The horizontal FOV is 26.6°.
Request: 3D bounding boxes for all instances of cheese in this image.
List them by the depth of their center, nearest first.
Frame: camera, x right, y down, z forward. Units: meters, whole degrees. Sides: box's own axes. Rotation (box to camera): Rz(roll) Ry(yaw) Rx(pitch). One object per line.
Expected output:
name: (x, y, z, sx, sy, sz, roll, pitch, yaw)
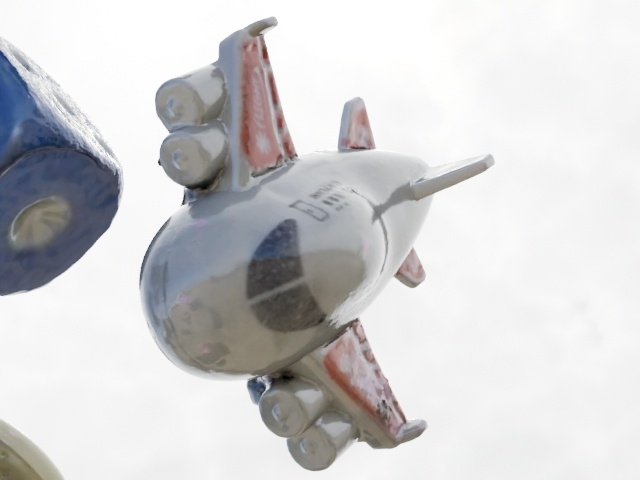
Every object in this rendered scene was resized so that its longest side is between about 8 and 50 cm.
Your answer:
cheese: (-0.252, 0.241, 1.175, 0.064, 0.227, 0.137, -46, -7, -45)

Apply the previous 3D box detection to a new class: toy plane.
toy plane: (-0.003, 0.001, 0.752, 0.118, 0.252, 0.252, -14, -28, 38)

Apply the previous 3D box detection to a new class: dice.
dice: (-0.239, -0.055, 0.976, 0.143, 0.146, 0.146, -41, -26, 4)
